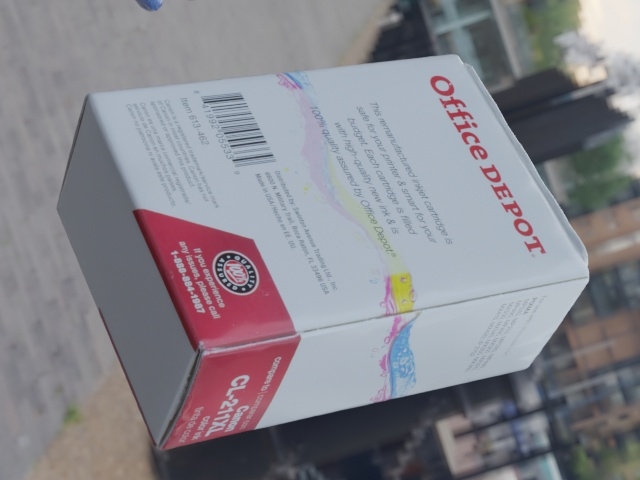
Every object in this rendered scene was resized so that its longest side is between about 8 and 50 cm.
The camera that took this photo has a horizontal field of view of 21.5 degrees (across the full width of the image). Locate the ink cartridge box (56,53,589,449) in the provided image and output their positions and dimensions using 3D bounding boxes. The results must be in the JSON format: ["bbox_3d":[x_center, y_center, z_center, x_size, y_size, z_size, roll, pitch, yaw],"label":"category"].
[{"bbox_3d":[0.000,0.000,0.681,0.127,0.175,0.072,63,-33,31],"label":"ink cartridge box"}]

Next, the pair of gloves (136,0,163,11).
[{"bbox_3d":[-0.038,-0.177,0.700,0.023,0.198,0.159,50,-4,33],"label":"pair of gloves"}]
